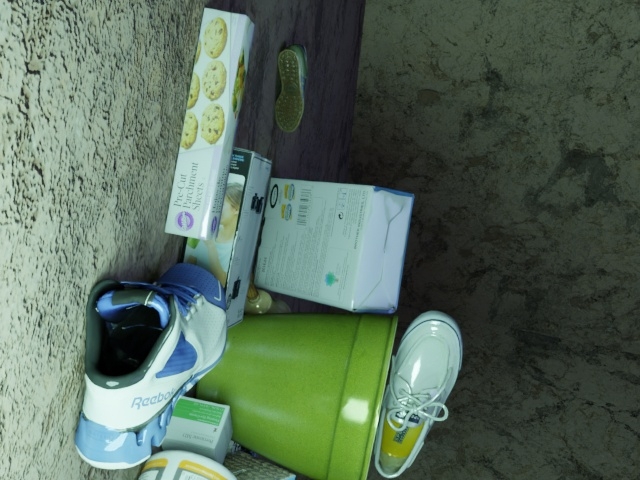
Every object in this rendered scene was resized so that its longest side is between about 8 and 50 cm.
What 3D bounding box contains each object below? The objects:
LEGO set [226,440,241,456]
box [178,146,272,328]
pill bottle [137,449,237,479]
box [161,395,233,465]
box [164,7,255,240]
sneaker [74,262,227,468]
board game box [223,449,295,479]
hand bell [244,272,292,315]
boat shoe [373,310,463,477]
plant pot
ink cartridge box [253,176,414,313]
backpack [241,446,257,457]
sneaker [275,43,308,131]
[{"bbox_3d":[-0.220,0.509,1.597,0.093,0.087,0.227,8,94,-69],"label":"LEGO set"},{"bbox_3d":[-0.159,-0.006,1.243,0.169,0.087,0.289,-17,118,-83],"label":"box"},{"bbox_3d":[-0.230,0.467,1.117,0.162,0.162,0.278,95,10,-47],"label":"pill bottle"},{"bbox_3d":[-0.213,0.335,1.310,0.102,0.101,0.087,92,12,-48],"label":"box"},{"bbox_3d":[-0.157,-0.163,1.087,0.063,0.067,0.323,-20,122,-82],"label":"box"},{"bbox_3d":[-0.196,0.105,0.933,0.315,0.128,0.182,-67,169,-54],"label":"sneaker"},{"bbox_3d":[-0.189,0.567,1.391,0.232,0.141,0.290,3,99,-58],"label":"board game box"},{"bbox_3d":[-0.149,0.112,1.621,0.242,0.126,0.126,71,28,-52],"label":"hand bell"},{"bbox_3d":[0.177,0.319,1.486,0.156,0.136,0.366,-58,168,-64],"label":"boat shoe"},{"bbox_3d":[-0.051,0.292,1.524,0.366,0.353,0.366,12,90,-83],"label":"plant pot"},{"bbox_3d":[0.000,0.000,1.721,0.151,0.396,0.269,10,89,-46],"label":"ink cartridge box"},{"bbox_3d":[-0.199,0.499,1.716,0.114,0.105,0.084,81,22,-75],"label":"backpack"},{"bbox_3d":[-0.056,-0.340,1.663,0.086,0.064,0.192,-63,160,-51],"label":"sneaker"}]
